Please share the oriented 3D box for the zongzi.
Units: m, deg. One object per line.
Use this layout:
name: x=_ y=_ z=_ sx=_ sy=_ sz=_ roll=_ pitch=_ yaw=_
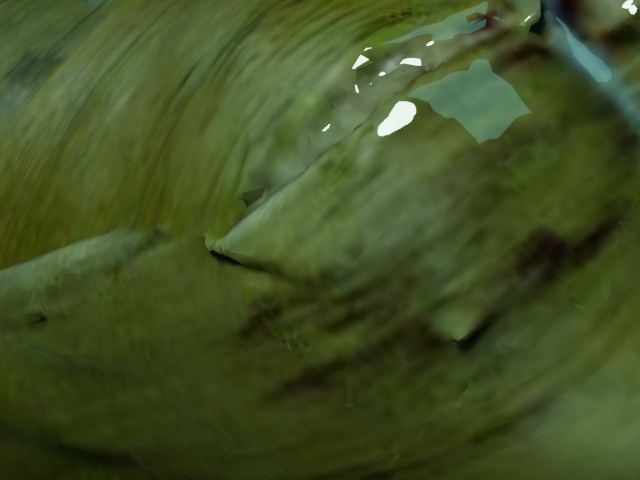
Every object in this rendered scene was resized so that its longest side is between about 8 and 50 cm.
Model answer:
zongzi: x=-0.084 y=0.047 z=0.455 sx=0.393 sy=0.174 sz=0.356 roll=-36 pitch=19 yaw=-13
